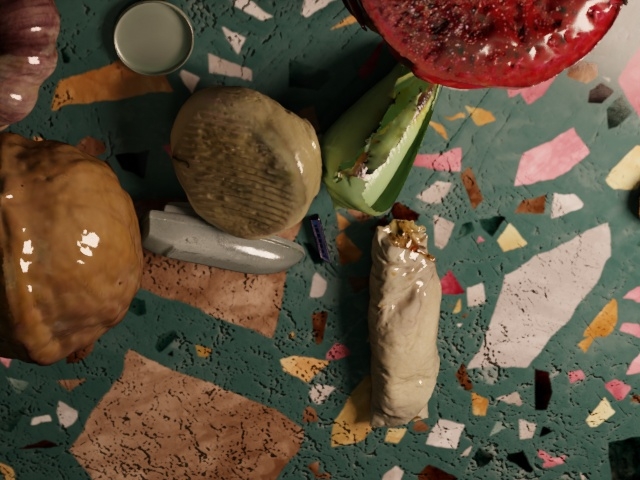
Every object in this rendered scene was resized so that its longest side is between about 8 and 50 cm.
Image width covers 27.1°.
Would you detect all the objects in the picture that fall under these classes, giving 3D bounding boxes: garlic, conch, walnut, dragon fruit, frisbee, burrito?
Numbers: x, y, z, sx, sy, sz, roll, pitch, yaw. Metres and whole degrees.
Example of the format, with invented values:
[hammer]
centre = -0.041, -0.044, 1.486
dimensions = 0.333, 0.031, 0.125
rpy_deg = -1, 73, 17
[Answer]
[garlic]
centre = -0.449, -0.245, 1.662
dimensions = 0.245, 0.160, 0.245
rpy_deg = 5, 100, 28
[conch]
centre = 0.086, -0.147, 1.832
dimensions = 0.143, 0.137, 0.250
rpy_deg = 11, 125, -42
[walnut]
centre = -0.389, 0.008, 1.757
dimensions = 0.306, 0.306, 0.344
rpy_deg = -5, 162, -6
[dragon fruit]
centre = 0.202, -0.375, 1.660
dimensions = 0.371, 0.249, 0.386
rpy_deg = 26, 95, -9
[frisbee]
centre = -0.225, -0.274, 1.791
dimensions = 0.110, 0.014, 0.110
rpy_deg = -4, 121, -7
[burrito]
centre = 0.129, 0.136, 2.049
dimensions = 0.117, 0.076, 0.392
rpy_deg = -9, 123, -11

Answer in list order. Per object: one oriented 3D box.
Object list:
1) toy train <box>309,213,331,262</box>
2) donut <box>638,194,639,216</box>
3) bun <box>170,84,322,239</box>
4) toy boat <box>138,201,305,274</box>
[toy train]
centre = 0.000, 0.000, 1.982
dimensions = 0.017, 0.017, 0.083
rpy_deg = -14, 121, 2
[donut]
centre = 0.529, -0.066, 2.008
dimensions = 0.108, 0.043, 0.097
rpy_deg = -39, 118, 15
[bun]
centre = -0.095, -0.113, 1.833
dimensions = 0.210, 0.116, 0.237
rpy_deg = 4, 128, 22
[toy boat]
centre = -0.139, -0.004, 1.928
dimensions = 0.260, 0.085, 0.078
rpy_deg = 12, 151, -25
